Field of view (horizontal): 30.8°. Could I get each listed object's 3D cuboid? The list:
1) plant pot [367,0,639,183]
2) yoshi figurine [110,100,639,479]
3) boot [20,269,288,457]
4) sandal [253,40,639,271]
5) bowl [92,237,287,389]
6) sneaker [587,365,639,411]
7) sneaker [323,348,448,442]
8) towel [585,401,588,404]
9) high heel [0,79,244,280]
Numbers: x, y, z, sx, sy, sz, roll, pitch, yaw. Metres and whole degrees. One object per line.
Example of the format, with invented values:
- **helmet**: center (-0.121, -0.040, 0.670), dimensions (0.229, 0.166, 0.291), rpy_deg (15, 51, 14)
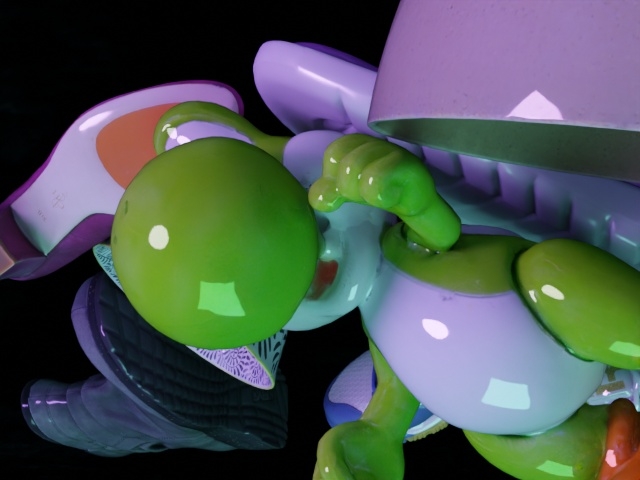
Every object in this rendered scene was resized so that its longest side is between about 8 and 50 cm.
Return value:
- **plant pot**: center (0.173, -0.122, 0.490), dimensions (0.284, 0.191, 0.284), rpy_deg (8, -178, 0)
- **yoshi figurine**: center (0.036, 0.041, 0.613), dimensions (0.362, 0.204, 0.203), rpy_deg (26, 167, 15)
- **boot**: center (-0.190, 0.139, 1.074), dimensions (0.222, 0.118, 0.338), rpy_deg (-9, 148, 21)
- **sandal**: center (0.158, -0.042, 0.725), dimensions (0.416, 0.102, 0.169), rpy_deg (25, 167, 0)
- **bowl**: center (-0.081, 0.029, 0.876), dimensions (0.170, 0.080, 0.170), rpy_deg (33, 162, 12)
- **sneaker**: center (0.328, 0.125, 1.095), dimensions (0.169, 0.108, 0.292), rpy_deg (-10, 149, 9)
- **sneaker**: center (0.109, 0.088, 1.043), dimensions (0.296, 0.112, 0.131), rpy_deg (-28, 134, 26)
- **towel**: center (0.321, 0.136, 1.232), dimensions (0.102, 0.021, 0.237), rpy_deg (14, 147, -33)
- **high heel**: center (-0.140, -0.041, 0.802), dimensions (0.244, 0.082, 0.117), rpy_deg (-36, -179, 20)
